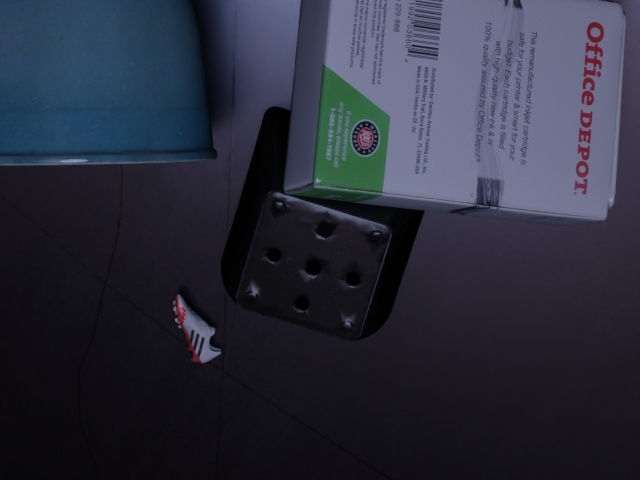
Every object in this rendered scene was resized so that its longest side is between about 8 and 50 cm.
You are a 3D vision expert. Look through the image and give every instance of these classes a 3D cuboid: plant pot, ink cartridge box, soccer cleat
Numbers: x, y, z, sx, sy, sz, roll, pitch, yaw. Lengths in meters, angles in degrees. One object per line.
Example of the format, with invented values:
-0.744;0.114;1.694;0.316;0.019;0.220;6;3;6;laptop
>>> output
-0.237;-0.202;1.765;0.271;0.271;0.255;-1;94;6;plant pot
0.125;-0.131;1.737;0.289;0.121;0.211;7;84;-15;ink cartridge box
-0.131;0.091;1.965;0.035;0.029;0.083;-18;110;2;soccer cleat
0.000;0.000;1.847;0.187;0.167;0.188;18;111;0;plant pot
